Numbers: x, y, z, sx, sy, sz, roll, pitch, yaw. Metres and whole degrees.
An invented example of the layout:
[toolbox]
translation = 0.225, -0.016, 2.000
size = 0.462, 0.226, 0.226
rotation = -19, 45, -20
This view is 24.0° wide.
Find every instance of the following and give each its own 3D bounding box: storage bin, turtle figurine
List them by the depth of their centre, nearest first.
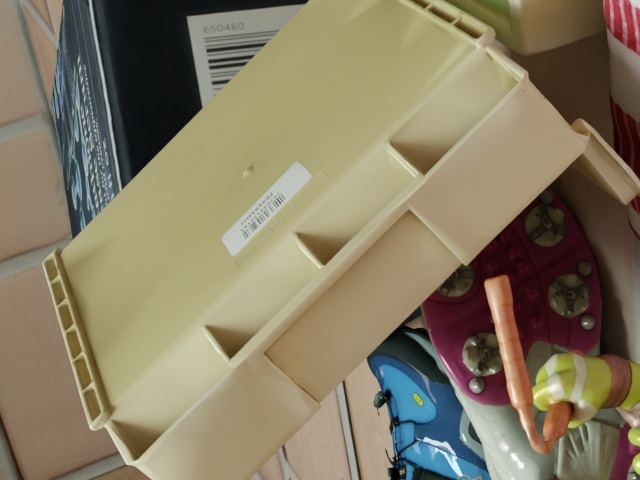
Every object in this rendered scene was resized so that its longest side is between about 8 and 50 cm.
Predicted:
[turtle figurine]
translation = 0.182, 0.116, 0.705
size = 0.269, 0.087, 0.217
rotation = 51, -172, 11
[storage bin]
translation = 0.000, 0.000, 0.785
size = 0.123, 0.262, 0.260
rotation = 44, -177, -26

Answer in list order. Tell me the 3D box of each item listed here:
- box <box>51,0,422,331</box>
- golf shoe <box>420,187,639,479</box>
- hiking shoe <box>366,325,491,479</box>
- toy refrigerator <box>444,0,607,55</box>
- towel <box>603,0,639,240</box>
[box]
translation = -0.078, -0.046, 1.159
size = 0.395, 0.212, 0.293
rotation = 132, 129, -73
[golf shoe]
translation = 0.125, 0.089, 0.933
size = 0.140, 0.115, 0.306
rotation = 138, 112, -77
[hiking shoe]
translation = 0.090, 0.207, 1.147
size = 0.113, 0.132, 0.304
rotation = 105, 143, -65
[toy refrigerator]
translation = 0.088, -0.230, 0.680
size = 0.102, 0.094, 0.269
rotation = -132, 27, -54
[towel]
translation = 0.178, -0.021, 0.609
size = 0.237, 0.037, 0.329
rotation = 59, 175, 35
